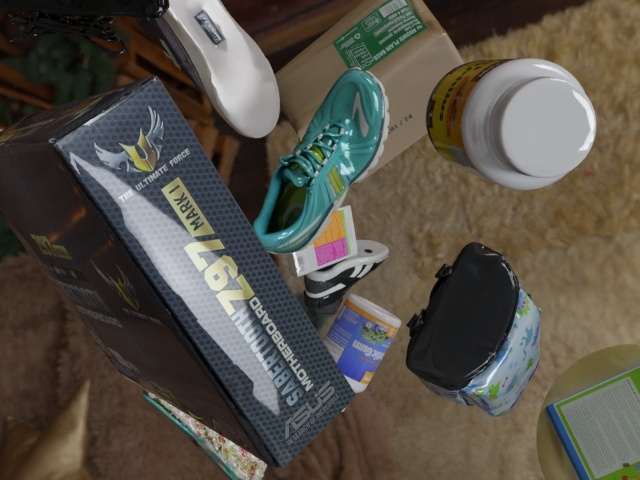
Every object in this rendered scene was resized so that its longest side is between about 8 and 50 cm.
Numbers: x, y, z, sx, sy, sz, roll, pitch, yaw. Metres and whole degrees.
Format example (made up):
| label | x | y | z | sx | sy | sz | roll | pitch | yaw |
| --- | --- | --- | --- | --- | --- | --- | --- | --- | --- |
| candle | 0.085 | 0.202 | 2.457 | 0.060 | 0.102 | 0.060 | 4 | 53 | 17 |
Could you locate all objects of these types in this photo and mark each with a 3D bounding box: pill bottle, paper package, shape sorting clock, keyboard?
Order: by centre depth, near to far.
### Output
| label | x | y | z | sx | sy | sz | roll | pitch | yaw |
| --- | --- | --- | --- | --- | --- | --- | --- | --- | --- |
| keyboard | -0.185 | -0.181 | 0.558 | 0.192 | 0.038 | 0.100 | 9 | 119 | 18 |
| pill bottle | 0.177 | -0.113 | 0.792 | 0.117 | 0.117 | 0.215 | -58 | 11 | 6 |
| shape sorting clock | 0.329 | 0.210 | 0.863 | 0.206 | 0.040 | 0.206 | -7 | 73 | 23 |
| paper package | 0.107 | -0.293 | 1.609 | 0.325 | 0.309 | 0.168 | -36 | 68 | 12 |
| pill bottle | 0.075 | 0.284 | 2.090 | 0.152 | 0.152 | 0.272 | 30 | 93 | 38 |

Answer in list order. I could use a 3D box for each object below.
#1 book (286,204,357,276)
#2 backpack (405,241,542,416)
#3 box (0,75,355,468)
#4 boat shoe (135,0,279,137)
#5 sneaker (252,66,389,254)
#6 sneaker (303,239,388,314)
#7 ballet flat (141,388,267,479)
| label | x | y | z | sx | sy | sz | roll | pitch | yaw |
| --- | --- | --- | --- | --- | --- | --- | --- | --- | --- |
| book | 0.000 | 0.000 | 1.508 | 0.035 | 0.144 | 0.096 | -2 | 103 | 52 |
| backpack | 0.312 | 0.210 | 1.675 | 0.273 | 0.355 | 0.290 | 27 | 72 | 10 |
| box | -0.102 | 0.013 | 0.460 | 0.059 | 0.183 | 0.233 | -39 | 23 | -24 |
| boat shoe | -0.203 | -0.330 | 1.453 | 0.127 | 0.340 | 0.158 | -40 | 26 | -21 |
| sneaker | 0.000 | -0.098 | 1.103 | 0.107 | 0.110 | 0.275 | 32 | 101 | 20 |
| sneaker | 0.044 | 0.078 | 1.677 | 0.079 | 0.217 | 0.121 | 32 | 126 | 37 |
| ballet flat | -0.175 | 0.295 | 1.321 | 0.077 | 0.241 | 0.091 | -47 | 10 | -19 |
